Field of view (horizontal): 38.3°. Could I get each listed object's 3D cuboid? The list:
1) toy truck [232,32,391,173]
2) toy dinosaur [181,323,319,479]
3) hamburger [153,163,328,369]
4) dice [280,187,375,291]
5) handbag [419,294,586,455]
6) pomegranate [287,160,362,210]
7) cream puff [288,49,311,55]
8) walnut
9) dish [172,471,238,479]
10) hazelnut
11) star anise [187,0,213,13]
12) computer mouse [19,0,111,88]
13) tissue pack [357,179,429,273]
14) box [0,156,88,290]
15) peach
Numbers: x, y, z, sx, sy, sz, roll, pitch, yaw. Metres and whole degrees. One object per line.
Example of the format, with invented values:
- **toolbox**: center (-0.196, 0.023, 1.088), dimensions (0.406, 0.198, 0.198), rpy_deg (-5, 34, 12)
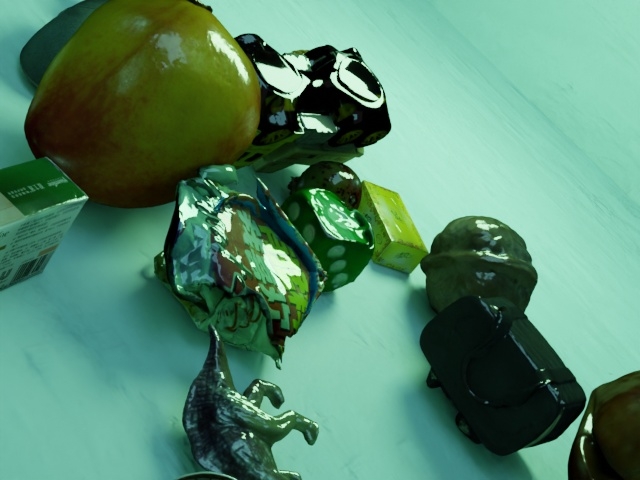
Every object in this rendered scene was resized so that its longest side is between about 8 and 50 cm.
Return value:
- **toy truck**: center (-0.064, -0.216, 1.594), dimensions (0.405, 0.254, 0.180), rpy_deg (-6, 69, -53)
- **toy dinosaur**: center (-0.083, 0.238, 1.071), dimensions (0.162, 0.077, 0.294), rpy_deg (20, 34, -32)
- **hamburger**: center (-0.130, 0.038, 1.273), dimensions (0.276, 0.150, 0.260), rpy_deg (40, 41, -32)
- **dice**: center (0.000, 0.000, 1.482), dimensions (0.128, 0.120, 0.131), rpy_deg (7, 39, -43)
- **handbag**: center (0.274, 0.209, 1.438), dimensions (0.181, 0.181, 0.254), rpy_deg (10, 42, -57)
- **pomegranate**: center (0.011, -0.087, 1.625), dimensions (0.130, 0.130, 0.130), rpy_deg (29, 29, -18)
- **cream puff**: center (-0.042, -0.296, 1.861), dimensions (0.183, 0.183, 0.169), rpy_deg (26, 7, -23)
- **walnut**: center (0.279, 0.060, 1.646), dimensions (0.224, 0.224, 0.224), rpy_deg (29, 29, -18)
- **dish**: center (-0.127, 0.302, 0.931), dimensions (0.141, 0.078, 0.141), rpy_deg (3, 81, -19)
- **hazelnut**: center (0.563, 0.381, 1.348), dimensions (0.429, 0.402, 0.402), rpy_deg (-19, 62, -46)
- **star anise**: center (-0.313, -0.414, 1.719), dimensions (0.220, 0.126, 0.190), rpy_deg (-8, 63, -37)
- **computer mouse**: center (-0.341, -0.346, 1.525), dimensions (0.167, 0.090, 0.379), rpy_deg (37, 45, -2)
- **tissue pack**: center (0.125, -0.027, 1.734), dimensions (0.095, 0.062, 0.176), rpy_deg (19, 33, -34)
- **box**: center (-0.370, -0.005, 1.027), dimensions (0.081, 0.135, 0.199), rpy_deg (41, 27, 6)
- **peach**: center (-0.243, -0.176, 1.276), dimensions (0.289, 0.289, 0.308), rpy_deg (32, 53, -12)
